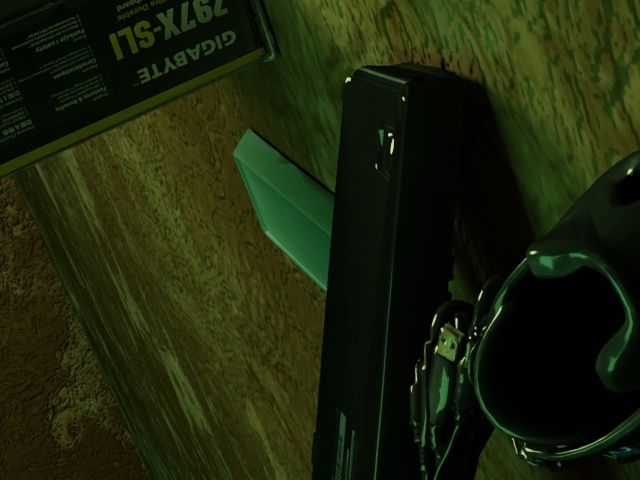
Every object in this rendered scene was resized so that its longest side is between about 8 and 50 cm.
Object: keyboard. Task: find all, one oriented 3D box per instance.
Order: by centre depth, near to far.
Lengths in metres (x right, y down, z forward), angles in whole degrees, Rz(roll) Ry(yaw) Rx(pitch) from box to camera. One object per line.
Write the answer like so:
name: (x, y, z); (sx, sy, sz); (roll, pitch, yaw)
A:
keyboard: (0.026, 0.099, 0.581); (0.201, 0.033, 0.317); (-135, 48, -76)

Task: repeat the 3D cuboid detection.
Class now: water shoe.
water shoe: (0.071, 0.023, 0.441); (0.073, 0.080, 0.203); (60, 167, 17)

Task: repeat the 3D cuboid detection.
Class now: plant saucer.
plant saucer: (0.000, 0.000, 0.842); (0.192, 0.018, 0.067); (40, 154, 60)

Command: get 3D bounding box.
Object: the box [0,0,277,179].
box: (-0.220, -0.099, 0.826); (0.257, 0.322, 0.079); (46, 158, 53)
